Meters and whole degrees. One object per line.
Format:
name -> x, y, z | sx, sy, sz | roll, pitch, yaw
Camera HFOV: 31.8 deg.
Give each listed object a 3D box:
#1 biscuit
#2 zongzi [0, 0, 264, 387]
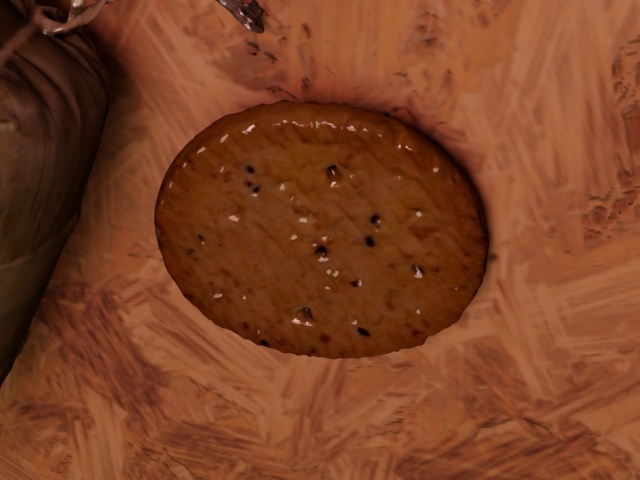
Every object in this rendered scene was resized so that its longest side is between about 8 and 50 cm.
biscuit -> 0.000, -0.001, 0.626 | 0.187, 0.027, 0.188 | 4, 134, 5
zongzi -> -0.295, -0.079, 0.604 | 0.418, 0.181, 0.447 | 32, 128, -5
